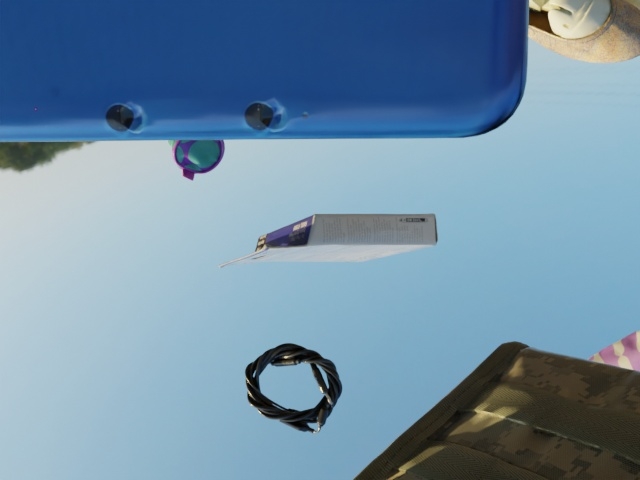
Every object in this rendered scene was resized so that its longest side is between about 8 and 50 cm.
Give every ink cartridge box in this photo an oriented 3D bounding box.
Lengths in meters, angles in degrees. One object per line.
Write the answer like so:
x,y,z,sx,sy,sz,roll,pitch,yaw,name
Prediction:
0.000,0.000,0.955,0.224,0.045,0.223,-2,174,-23,ink cartridge box

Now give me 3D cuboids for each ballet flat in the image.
0.331,-0.349,1.087,0.316,0.107,0.106,28,-175,29,ballet flat

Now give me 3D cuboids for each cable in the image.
-0.055,0.268,1.378,0.184,0.150,0.047,25,-174,12,cable

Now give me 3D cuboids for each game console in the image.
-0.048,-0.189,0.386,0.293,0.173,0.250,1,-141,6,game console

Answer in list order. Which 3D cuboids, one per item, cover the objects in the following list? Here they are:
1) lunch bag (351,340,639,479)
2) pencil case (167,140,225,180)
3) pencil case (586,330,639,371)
0.101,0.195,0.339,0.287,0.169,0.235,-35,-162,-23,lunch bag
-0.172,-0.139,0.926,0.070,0.064,0.151,-55,-142,13,pencil case
0.304,0.103,0.626,0.206,0.086,0.088,-36,170,25,pencil case
